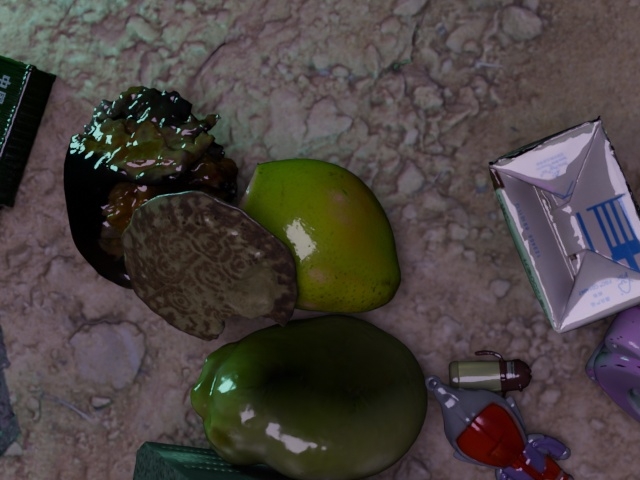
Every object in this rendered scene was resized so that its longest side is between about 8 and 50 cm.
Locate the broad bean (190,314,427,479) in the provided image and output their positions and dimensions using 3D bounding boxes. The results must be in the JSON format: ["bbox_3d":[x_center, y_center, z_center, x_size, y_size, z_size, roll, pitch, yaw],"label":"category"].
[{"bbox_3d":[-0.008,0.188,1.506,0.238,0.291,0.119,56,145,41],"label":"broad bean"}]

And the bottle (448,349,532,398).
[{"bbox_3d":[0.211,0.170,1.562,0.101,0.047,0.063,-6,125,7],"label":"bottle"}]

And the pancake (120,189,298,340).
[{"bbox_3d":[-0.132,0.032,1.478,0.235,0.029,0.212,-5,123,29],"label":"pancake"}]

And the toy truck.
[{"bbox_3d":[-0.458,-0.122,1.675,0.121,0.088,0.259,21,92,11],"label":"toy truck"}]

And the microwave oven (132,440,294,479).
[{"bbox_3d":[-0.107,0.479,1.448,0.236,0.374,0.432,12,88,-20],"label":"microwave oven"}]

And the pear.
[{"bbox_3d":[0.000,0.000,1.543,0.220,0.187,0.187,23,94,-4],"label":"pear"}]

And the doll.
[{"bbox_3d":[0.212,0.238,1.530,0.227,0.075,0.102,39,96,-9],"label":"doll"}]

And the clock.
[{"bbox_3d":[0.427,0.175,1.426,0.248,0.227,0.090,32,73,13],"label":"clock"}]

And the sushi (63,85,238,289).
[{"bbox_3d":[-0.208,-0.057,1.583,0.200,0.204,0.213,26,57,37],"label":"sushi"}]

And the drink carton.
[{"bbox_3d":[0.285,-0.012,1.403,0.132,0.324,0.194,-21,85,11],"label":"drink carton"}]
